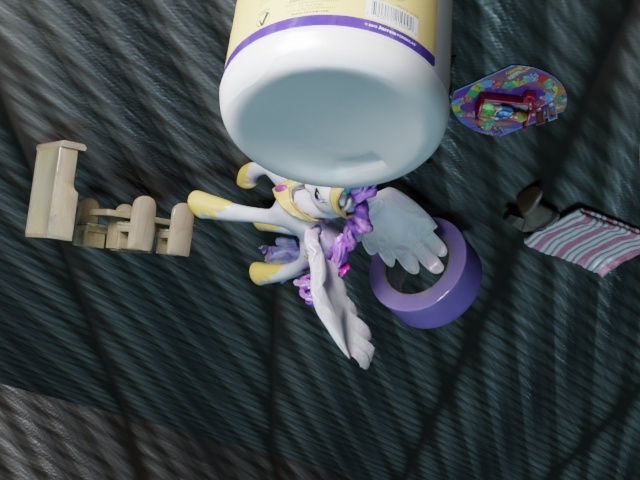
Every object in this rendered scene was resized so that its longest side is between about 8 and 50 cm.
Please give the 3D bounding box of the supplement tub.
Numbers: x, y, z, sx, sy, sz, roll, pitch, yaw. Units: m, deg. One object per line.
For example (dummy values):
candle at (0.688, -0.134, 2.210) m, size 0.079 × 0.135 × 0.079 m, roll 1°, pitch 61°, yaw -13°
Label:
supplement tub at (0.026, -0.252, 1.040) m, size 0.241 × 0.331 × 0.241 m, roll 5°, pitch 150°, yaw 3°

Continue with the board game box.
board game box at (0.277, -0.194, 1.393) m, size 0.169 × 0.033 × 0.133 m, roll -21°, pitch 141°, yaw 38°

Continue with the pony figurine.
pony figurine at (0.000, 0.000, 1.567) m, size 0.364 × 0.302 × 0.351 m, roll -2°, pitch 135°, yaw 46°

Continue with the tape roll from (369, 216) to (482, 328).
tape roll at (0.189, 0.057, 1.690) m, size 0.189 × 0.188 × 0.080 m, roll -11°, pitch 145°, yaw 27°

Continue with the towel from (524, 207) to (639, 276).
towel at (0.488, 0.005, 1.695) m, size 0.197 × 0.029 × 0.144 m, roll 18°, pitch 147°, yaw -24°

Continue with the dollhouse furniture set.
dollhouse furniture set at (-0.367, -0.068, 1.629) m, size 0.242 × 0.160 × 0.212 m, roll 10°, pitch 175°, yaw -39°

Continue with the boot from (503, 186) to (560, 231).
boot at (0.375, -0.052, 1.620) m, size 0.087 × 0.042 × 0.118 m, roll 11°, pitch 152°, yaw -21°

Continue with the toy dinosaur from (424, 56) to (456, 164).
toy dinosaur at (0.069, -0.204, 1.349) m, size 0.219 × 0.164 × 0.322 m, roll 14°, pitch 176°, yaw 15°
